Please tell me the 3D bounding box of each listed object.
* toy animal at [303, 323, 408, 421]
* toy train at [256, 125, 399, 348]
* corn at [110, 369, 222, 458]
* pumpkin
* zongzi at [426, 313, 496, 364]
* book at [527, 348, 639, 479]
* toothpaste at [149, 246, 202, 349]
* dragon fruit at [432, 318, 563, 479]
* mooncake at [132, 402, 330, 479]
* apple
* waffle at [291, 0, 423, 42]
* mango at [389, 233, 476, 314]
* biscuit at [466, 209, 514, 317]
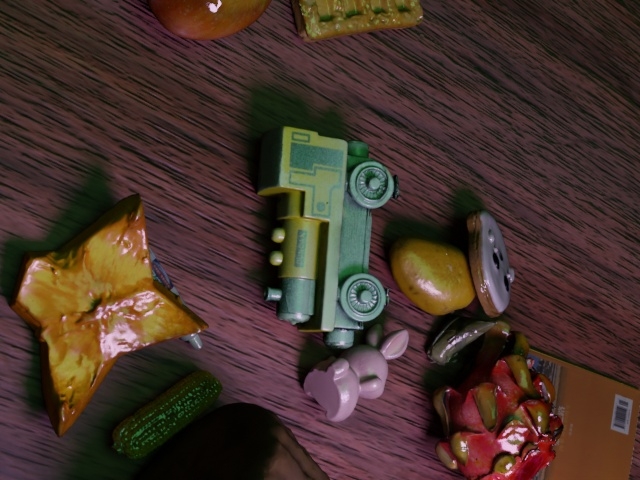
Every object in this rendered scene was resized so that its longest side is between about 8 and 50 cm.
[{"bbox_3d":[0.079,0.233,1.791,0.212,0.124,0.124,-23,98,-38],"label":"toy animal"},{"bbox_3d":[0.000,0.000,1.745,0.237,0.150,0.369,7,82,-23],"label":"toy train"},{"bbox_3d":[-0.243,0.276,1.605,0.207,0.068,0.068,-33,103,-31],"label":"corn"},{"bbox_3d":[-0.341,0.108,1.538,0.290,0.095,0.258,-33,100,-21],"label":"pumpkin"},{"bbox_3d":[0.261,0.189,1.902,0.055,0.119,0.109,49,63,-24],"label":"zongzi"},{"bbox_3d":[0.522,0.393,2.103,0.374,0.028,0.262,22,75,-30],"label":"book"},{"bbox_3d":[-0.258,0.080,1.634,0.060,0.038,0.233,-39,104,-32],"label":"toothpaste"},{"bbox_3d":[0.338,0.323,1.883,0.243,0.227,0.307,39,63,14],"label":"dragon fruit"},{"bbox_3d":[-0.141,0.409,1.516,0.187,0.324,0.324,50,63,-22],"label":"mooncake"},{"bbox_3d":[-0.183,-0.430,1.648,0.235,0.173,0.210,-19,92,-41],"label":"apple"},{"bbox_3d":[0.060,-0.462,1.867,0.274,0.057,0.168,-15,94,-32],"label":"waffle"},{"bbox_3d":[0.207,0.059,1.895,0.195,0.098,0.137,38,70,-17],"label":"mango"},{"bbox_3d":[0.330,0.046,1.941,0.181,0.049,0.208,53,30,-43],"label":"biscuit"}]
